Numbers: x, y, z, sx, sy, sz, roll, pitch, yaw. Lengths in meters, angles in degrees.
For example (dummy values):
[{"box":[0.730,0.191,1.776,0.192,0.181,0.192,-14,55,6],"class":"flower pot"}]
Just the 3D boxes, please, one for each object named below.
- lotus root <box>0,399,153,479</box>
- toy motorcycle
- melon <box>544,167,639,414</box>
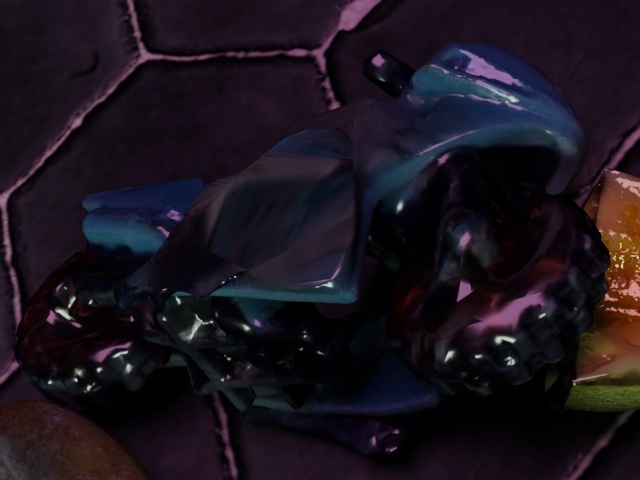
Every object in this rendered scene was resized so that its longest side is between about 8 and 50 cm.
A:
[{"box":[-0.169,0.155,1.080,0.192,0.088,0.113,33,81,39],"class":"lotus root"},{"box":[0.000,0.000,1.075,0.416,0.172,0.232,-8,46,38],"class":"toy motorcycle"},{"box":[0.186,0.046,1.001,0.128,0.079,0.160,7,47,12],"class":"melon"}]
